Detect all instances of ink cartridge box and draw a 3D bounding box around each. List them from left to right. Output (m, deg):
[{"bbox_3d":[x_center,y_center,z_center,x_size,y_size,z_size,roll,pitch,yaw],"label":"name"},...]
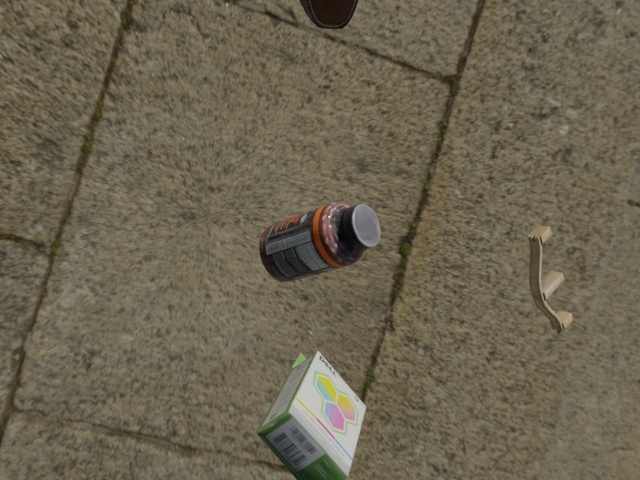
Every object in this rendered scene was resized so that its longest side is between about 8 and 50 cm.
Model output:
[{"bbox_3d":[0.000,0.226,0.816,0.062,0.209,0.109,-38,95,21],"label":"ink cartridge box"}]

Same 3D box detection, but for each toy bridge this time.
[{"bbox_3d":[0.363,0.073,0.966,0.063,0.026,0.188,-36,115,-31],"label":"toy bridge"}]

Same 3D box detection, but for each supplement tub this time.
[{"bbox_3d":[0.000,0.000,0.981,0.106,0.197,0.106,21,61,-44],"label":"supplement tub"}]

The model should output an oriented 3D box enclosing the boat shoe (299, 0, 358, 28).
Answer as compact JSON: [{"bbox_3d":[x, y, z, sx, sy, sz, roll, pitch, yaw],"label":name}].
[{"bbox_3d":[0.019,-0.421,0.779,0.122,0.324,0.120,-4,49,-6],"label":"boat shoe"}]
